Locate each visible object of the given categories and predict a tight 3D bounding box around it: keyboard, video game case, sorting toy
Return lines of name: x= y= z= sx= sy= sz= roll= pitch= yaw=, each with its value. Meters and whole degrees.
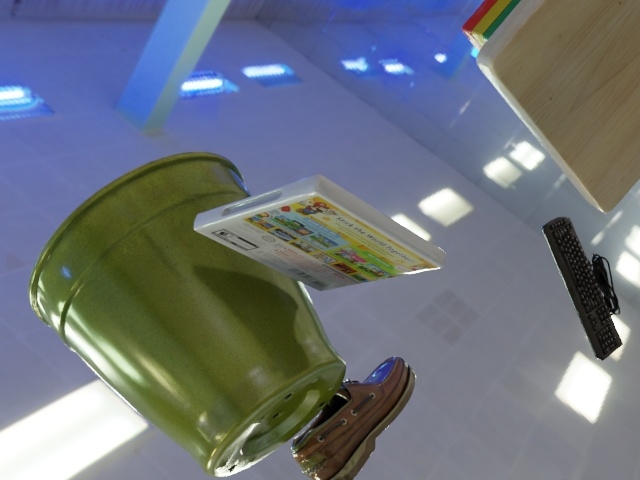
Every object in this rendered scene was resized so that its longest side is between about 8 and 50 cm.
keyboard: x=0.360 y=0.054 z=1.054 sx=0.100 sy=0.038 sz=0.192 roll=-21 pitch=-91 yaw=-49
video game case: x=0.000 y=0.000 z=0.950 sx=0.227 sy=0.206 sz=0.026 roll=29 pitch=-121 yaw=-39
sorting toy: x=0.277 y=-0.200 z=0.755 sx=0.255 sy=0.257 sz=0.089 roll=37 pitch=-176 yaw=-40

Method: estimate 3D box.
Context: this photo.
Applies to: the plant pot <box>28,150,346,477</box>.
plant pot: x=-0.160 y=0.126 z=1.135 sx=0.353 sy=0.366 sz=0.367 roll=48 pitch=-150 yaw=23

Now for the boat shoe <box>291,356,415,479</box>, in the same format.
boat shoe: x=0.060 y=0.274 z=1.318 sx=0.104 sy=0.111 sz=0.307 roll=47 pitch=-141 yaw=-3
